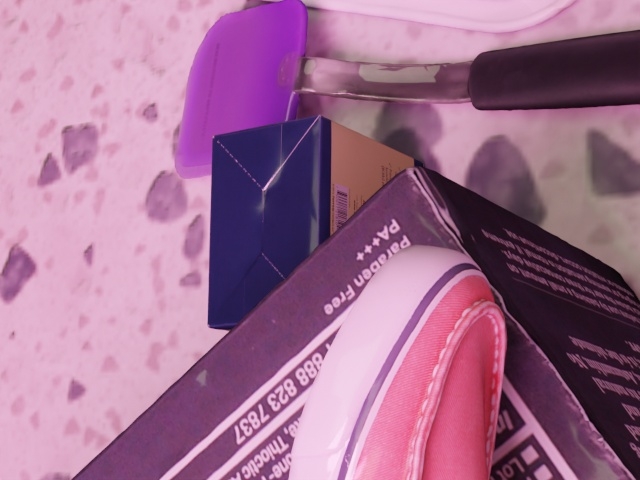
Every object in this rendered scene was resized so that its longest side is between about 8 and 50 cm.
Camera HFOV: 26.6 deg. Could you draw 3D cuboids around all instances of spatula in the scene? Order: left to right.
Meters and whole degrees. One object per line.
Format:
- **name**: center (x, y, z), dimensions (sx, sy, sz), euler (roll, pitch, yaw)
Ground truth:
- **spatula**: center (0.044, -0.071, 0.593), dimensions (0.296, 0.030, 0.084), euler (1, 79, 35)

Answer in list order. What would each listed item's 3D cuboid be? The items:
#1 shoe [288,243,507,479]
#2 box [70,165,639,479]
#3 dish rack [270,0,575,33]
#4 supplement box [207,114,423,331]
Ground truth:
- **shoe**: center (0.033, 0.095, 0.327), dimensions (0.081, 0.063, 0.178), euler (16, 92, 33)
- **box**: center (0.040, 0.194, 0.440), dimensions (0.296, 0.183, 0.294), euler (-43, 58, 18)
- **dish rack**: center (0.006, -0.257, 0.641), dimensions (0.333, 0.072, 0.285), euler (15, 87, 35)
- **supplement box**: center (0.000, 0.000, 0.574), dimensions (0.056, 0.083, 0.083), euler (-7, 75, 33)
